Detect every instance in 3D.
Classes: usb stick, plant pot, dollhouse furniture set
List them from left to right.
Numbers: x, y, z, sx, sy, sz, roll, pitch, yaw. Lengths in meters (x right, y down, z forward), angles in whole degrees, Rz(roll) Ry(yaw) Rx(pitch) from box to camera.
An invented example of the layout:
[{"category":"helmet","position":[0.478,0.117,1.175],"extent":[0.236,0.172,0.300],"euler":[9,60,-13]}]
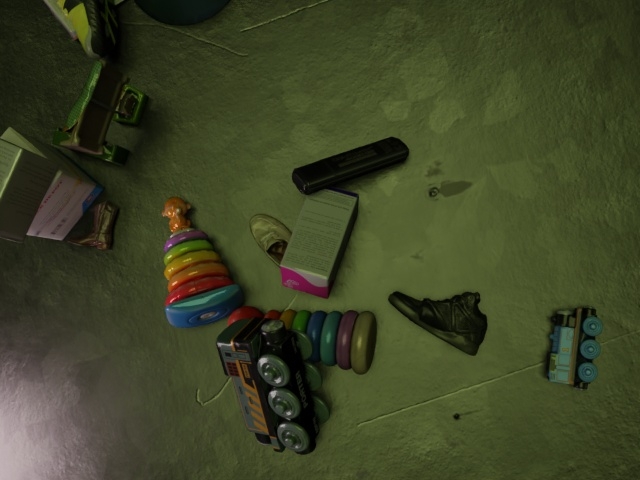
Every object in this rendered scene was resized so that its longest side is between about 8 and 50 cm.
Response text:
[{"category":"dollhouse furniture set","position":[-0.527,-0.296,1.704],"extent":[0.151,0.301,0.197],"euler":[19,90,5]},{"category":"plant pot","position":[-0.345,-0.679,1.748],"extent":[0.293,0.235,0.292],"euler":[-1,84,6]},{"category":"usb stick","position":[0.068,-0.168,1.694],"extent":[0.278,0.045,0.077],"euler":[-21,47,-22]}]

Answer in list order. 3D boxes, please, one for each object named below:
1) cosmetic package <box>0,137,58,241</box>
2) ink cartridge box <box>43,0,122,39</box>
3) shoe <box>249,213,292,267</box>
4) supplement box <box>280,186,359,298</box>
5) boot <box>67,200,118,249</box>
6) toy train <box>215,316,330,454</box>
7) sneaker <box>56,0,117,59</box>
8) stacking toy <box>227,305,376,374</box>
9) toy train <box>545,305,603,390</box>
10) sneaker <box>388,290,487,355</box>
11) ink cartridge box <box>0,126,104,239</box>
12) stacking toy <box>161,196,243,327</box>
[{"category":"cosmetic package","position":[-0.663,-0.114,1.544],"extent":[0.151,0.151,0.183],"euler":[24,87,10]},{"category":"ink cartridge box","position":[-0.577,-0.599,1.878],"extent":[0.179,0.045,0.145],"euler":[-36,81,-16]},{"category":"shoe","position":[-0.083,0.020,1.748],"extent":[0.076,0.058,0.219],"euler":[-44,82,1]},{"category":"supplement box","position":[0.000,0.000,1.676],"extent":[0.114,0.111,0.220],"euler":[15,63,8]},{"category":"boot","position":[-0.542,-0.041,1.818],"extent":[0.107,0.037,0.114],"euler":[8,89,-6]},{"category":"toy train","position":[-0.102,0.312,1.638],"extent":[0.190,0.142,0.333],"euler":[3,120,31]},{"category":"sneaker","position":[-0.586,-0.602,1.783],"extent":[0.147,0.145,0.384],"euler":[-17,89,4]},{"category":"stacking toy","position":[-0.047,0.209,1.704],"extent":[0.331,0.141,0.141],"euler":[6,86,14]},{"category":"toy train","position":[0.547,0.229,1.648],"extent":[0.105,0.080,0.184],"euler":[6,86,13]},{"category":"sneaker","position":[0.268,0.147,1.684],"extent":[0.228,0.087,0.130],"euler":[28,87,5]},{"category":"ink cartridge box","position":[-0.648,-0.123,1.739],"extent":[0.168,0.233,0.171],"euler":[40,90,8]},{"category":"stacking toy","position":[-0.299,0.036,1.739],"extent":[0.175,0.165,0.301],"euler":[-18,72,-10]}]
